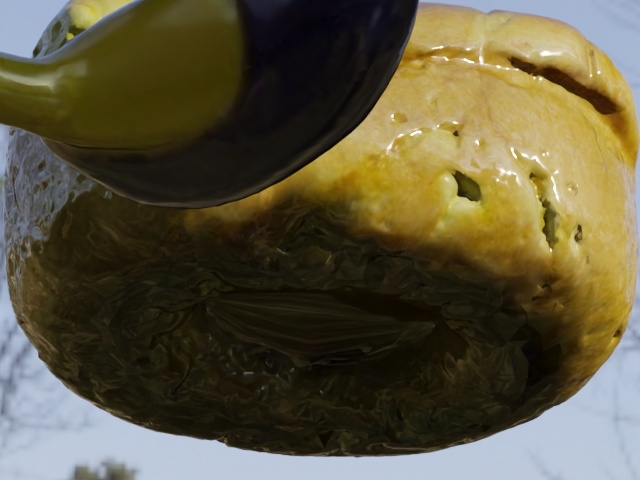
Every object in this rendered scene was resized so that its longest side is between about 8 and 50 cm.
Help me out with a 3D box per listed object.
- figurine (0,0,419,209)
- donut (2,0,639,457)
[{"bbox_3d":[-0.173,-0.089,0.375,0.421,0.154,0.193,5,-8,-42],"label":"figurine"},{"bbox_3d":[0.000,0.000,0.704,0.262,0.128,0.208,3,-38,-5],"label":"donut"}]
